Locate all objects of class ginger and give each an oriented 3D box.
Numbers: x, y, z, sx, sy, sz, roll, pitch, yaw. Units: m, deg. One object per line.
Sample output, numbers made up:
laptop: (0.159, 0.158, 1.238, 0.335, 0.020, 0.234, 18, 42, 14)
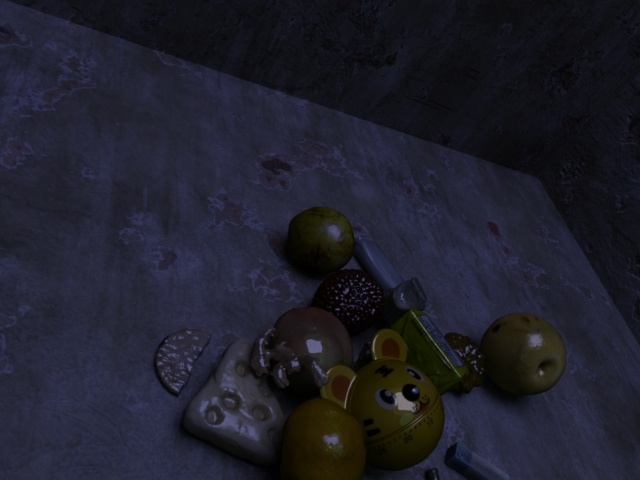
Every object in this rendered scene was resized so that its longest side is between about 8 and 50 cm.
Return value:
ginger: (-0.099, 0.379, 1.723, 0.259, 0.065, 0.149, 32, 73, 14)

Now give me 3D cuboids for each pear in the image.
pear: (0.821, 0.459, 2.341, 0.349, 0.348, 0.348, 20, 41, -18)
pear: (0.000, 0.000, 2.292, 0.284, 0.283, 0.283, 20, 41, -18)

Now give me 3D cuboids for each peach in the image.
peach: (-0.032, 0.357, 1.896, 0.293, 0.248, 0.291, 10, 72, -32)

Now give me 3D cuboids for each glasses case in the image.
glasses case: (0.255, 0.117, 2.488, 0.128, 0.083, 0.308, -4, 52, -46)

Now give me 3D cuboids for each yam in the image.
yam: (0.378, 0.801, 1.899, 0.043, 0.043, 0.094, 12, 46, -26)

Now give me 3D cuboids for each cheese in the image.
cheese: (-0.204, 0.495, 1.734, 0.328, 0.129, 0.351, 38, 39, -4)
cheese: (0.170, 0.450, 2.001, 0.176, 0.202, 0.091, 6, 18, -24)

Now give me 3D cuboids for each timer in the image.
timer: (0.200, 0.508, 1.808, 0.376, 0.376, 0.386, -27, 91, -48)

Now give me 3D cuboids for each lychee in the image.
lychee: (0.096, 0.236, 2.109, 0.268, 0.267, 0.267, 20, 41, -18)

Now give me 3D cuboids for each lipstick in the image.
lipstick: (0.585, 0.825, 2.002, 0.318, 0.068, 0.066, 34, 38, -1)

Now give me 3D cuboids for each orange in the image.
orange: (0.006, 0.580, 1.584, 0.236, 0.278, 0.279, 6, 42, 1)

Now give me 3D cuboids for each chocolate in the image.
chocolate: (0.340, 0.436, 2.062, 0.137, 0.288, 0.300, -3, 52, -52)

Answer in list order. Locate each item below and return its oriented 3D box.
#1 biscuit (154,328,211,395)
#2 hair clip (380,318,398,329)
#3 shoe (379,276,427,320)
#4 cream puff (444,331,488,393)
biscuit: (-0.439, 0.354, 1.782, 0.133, 0.032, 0.250, 30, 39, -6)
hair clip: (0.365, 0.382, 2.254, 0.173, 0.113, 0.282, 1, 12, -25)
shoe: (0.291, 0.248, 2.225, 0.132, 0.211, 0.342, 61, 15, 6)
cream puff: (0.545, 0.479, 2.259, 0.245, 0.196, 0.243, 4, 73, -13)
